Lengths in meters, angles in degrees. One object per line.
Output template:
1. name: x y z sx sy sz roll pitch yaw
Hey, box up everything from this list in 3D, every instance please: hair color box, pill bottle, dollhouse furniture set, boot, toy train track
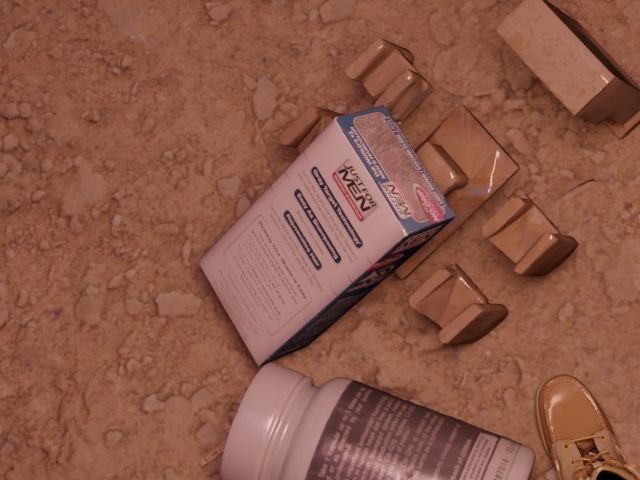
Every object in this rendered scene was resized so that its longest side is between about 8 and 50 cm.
1. hair color box: 0.000 0.000 1.805 0.105 0.347 0.174 -19 72 -44
2. pill bottle: 0.070 0.294 1.776 0.361 0.204 0.204 20 78 12
3. dollhouse furniture set: 0.225 -0.120 1.900 0.394 0.256 0.362 -45 72 17
4. boot: 0.339 0.277 1.742 0.095 0.203 0.262 -16 75 2
5. toy train track: -0.130 0.277 1.907 0.083 0.014 0.048 -39 73 -3
